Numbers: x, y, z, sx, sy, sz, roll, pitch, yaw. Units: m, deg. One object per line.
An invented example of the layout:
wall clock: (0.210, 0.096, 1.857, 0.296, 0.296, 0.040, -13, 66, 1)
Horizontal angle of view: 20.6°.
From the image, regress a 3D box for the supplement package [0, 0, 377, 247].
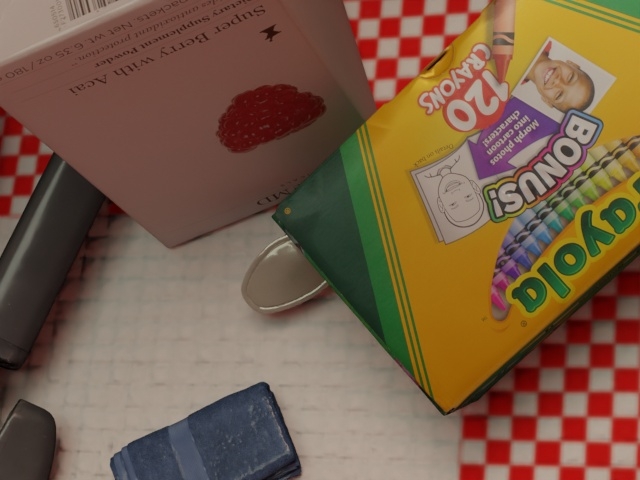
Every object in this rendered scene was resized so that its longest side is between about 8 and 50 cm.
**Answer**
supplement package: (-0.093, -0.144, 1.099, 0.177, 0.293, 0.175, -22, 66, 10)

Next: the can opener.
can opener: (-0.193, 0.070, 1.192, 0.095, 0.076, 0.283, 26, 78, -8)

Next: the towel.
towel: (-0.074, 0.143, 1.135, 0.119, 0.029, 0.067, -27, 65, 9)

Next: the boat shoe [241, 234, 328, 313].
boat shoe: (0.000, 0.000, 1.158, 0.125, 0.038, 0.046, -44, 94, 3)

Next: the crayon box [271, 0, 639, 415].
crayon box: (0.129, -0.047, 1.057, 0.278, 0.081, 0.165, -43, 79, 13)
